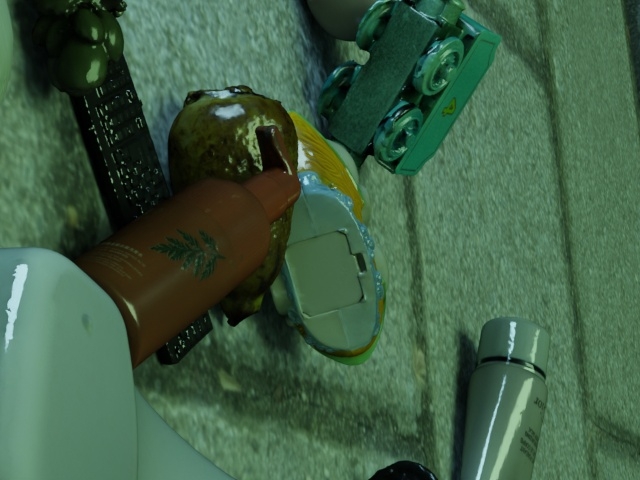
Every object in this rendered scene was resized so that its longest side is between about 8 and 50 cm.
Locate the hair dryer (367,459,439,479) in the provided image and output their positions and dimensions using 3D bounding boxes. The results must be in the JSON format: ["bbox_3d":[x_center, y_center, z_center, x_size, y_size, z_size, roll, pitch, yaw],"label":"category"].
[{"bbox_3d":[0.088,0.357,1.442,0.197,0.089,0.251,55,41,-48],"label":"hair dryer"}]

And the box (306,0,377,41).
[{"bbox_3d":[0.021,-0.297,1.560,0.146,0.088,0.200,-55,129,-60],"label":"box"}]

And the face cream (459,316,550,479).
[{"bbox_3d":[0.194,0.238,1.741,0.143,0.089,0.314,48,48,-50],"label":"face cream"}]

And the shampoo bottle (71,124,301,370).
[{"bbox_3d":[-0.089,0.005,1.098,0.244,0.085,0.085,-42,119,-48],"label":"shampoo bottle"}]

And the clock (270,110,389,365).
[{"bbox_3d":[0.000,0.000,1.350,0.144,0.103,0.231,-105,180,-73],"label":"clock"}]

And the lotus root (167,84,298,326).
[{"bbox_3d":[-0.063,-0.027,1.238,0.108,0.094,0.191,-8,92,-33],"label":"lotus root"}]

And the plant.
[{"bbox_3d":[-0.160,-0.175,1.089,0.085,0.087,0.174,112,-14,-68],"label":"plant"}]

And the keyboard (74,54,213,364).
[{"bbox_3d":[-0.134,-0.034,1.164,0.087,0.017,0.251,-43,119,-64],"label":"keyboard"}]

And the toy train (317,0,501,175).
[{"bbox_3d":[0.084,-0.153,1.539,0.107,0.198,0.154,38,16,22],"label":"toy train"}]

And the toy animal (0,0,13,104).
[{"bbox_3d":[-0.242,-0.051,0.609,0.212,0.266,0.213,-10,90,-72],"label":"toy animal"}]

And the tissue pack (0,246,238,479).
[{"bbox_3d":[-0.159,0.176,0.744,0.229,0.236,0.333,-92,158,-45],"label":"tissue pack"}]
